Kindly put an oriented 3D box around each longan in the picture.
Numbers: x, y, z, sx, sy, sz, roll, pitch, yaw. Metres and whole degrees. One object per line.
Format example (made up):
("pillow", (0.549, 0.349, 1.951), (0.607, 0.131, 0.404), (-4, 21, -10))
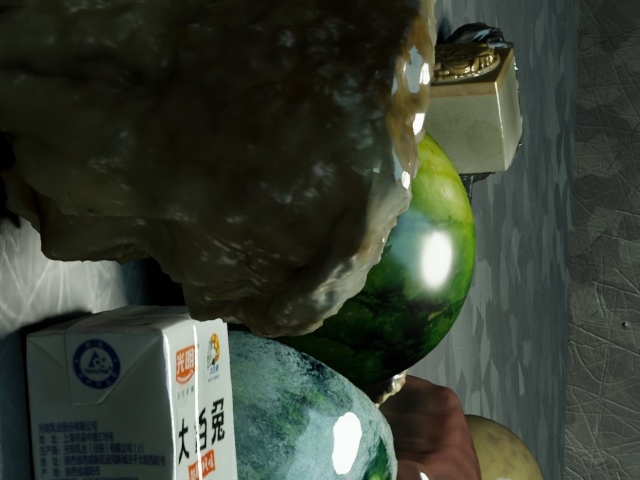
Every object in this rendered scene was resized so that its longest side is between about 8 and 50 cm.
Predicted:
("longan", (0.170, 0.308, 2.045), (0.196, 0.196, 0.220), (-75, 153, -47))

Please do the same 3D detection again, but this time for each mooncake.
("mooncake", (0.074, 0.289, 1.731), (0.326, 0.174, 0.334), (45, 46, -65))

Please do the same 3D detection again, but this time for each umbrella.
("umbrella", (0.204, -0.154, 2.418), (0.118, 0.118, 0.340), (64, 33, -57))

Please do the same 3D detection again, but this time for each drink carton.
("drink carton", (-0.115, 0.203, 1.154), (0.130, 0.106, 0.315), (-17, 105, -76))

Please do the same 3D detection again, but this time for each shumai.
("shumai", (-0.084, -0.092, 1.032), (0.314, 0.262, 0.267), (-122, -131, -68))

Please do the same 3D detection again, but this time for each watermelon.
("watermelon", (0.004, 0.000, 1.374), (0.242, 0.242, 0.242), (-2, 90, -75))
("watermelon", (-0.033, 0.231, 1.327), (0.322, 0.175, 0.188), (69, 23, -48))

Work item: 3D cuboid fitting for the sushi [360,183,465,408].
("sushi", (0.063, 0.102, 1.619), (0.264, 0.050, 0.290), (-49, -172, 26))

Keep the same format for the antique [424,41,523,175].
("antique", (0.173, -0.171, 2.203), (0.152, 0.146, 0.148), (-60, 143, -62))
